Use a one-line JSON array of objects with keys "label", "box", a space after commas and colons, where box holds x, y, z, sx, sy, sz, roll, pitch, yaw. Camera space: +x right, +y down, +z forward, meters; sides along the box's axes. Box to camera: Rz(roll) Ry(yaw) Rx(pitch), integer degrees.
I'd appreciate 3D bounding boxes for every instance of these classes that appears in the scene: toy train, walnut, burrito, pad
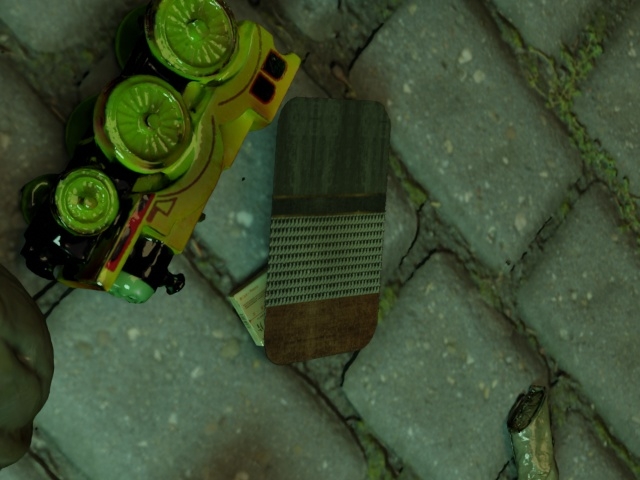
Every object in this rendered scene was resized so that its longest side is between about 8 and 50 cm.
[{"label": "toy train", "box": [-0.138, -0.080, 0.979, 0.160, 0.100, 0.296, 36, 70, -29]}, {"label": "walnut", "box": [-0.298, 0.097, 0.814, 0.224, 0.224, 0.224, 1, 88, -33]}, {"label": "burrito", "box": [0.236, 0.236, 1.253, 0.055, 0.041, 0.149, -6, 89, -47]}, {"label": "pad", "box": [-0.022, -0.003, 1.013, 0.323, 0.055, 0.250, -13, 108, -66]}]

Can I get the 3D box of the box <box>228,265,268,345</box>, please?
[{"label": "box", "box": [-0.038, 0.052, 1.091, 0.093, 0.015, 0.058, -37, 106, -28]}]
